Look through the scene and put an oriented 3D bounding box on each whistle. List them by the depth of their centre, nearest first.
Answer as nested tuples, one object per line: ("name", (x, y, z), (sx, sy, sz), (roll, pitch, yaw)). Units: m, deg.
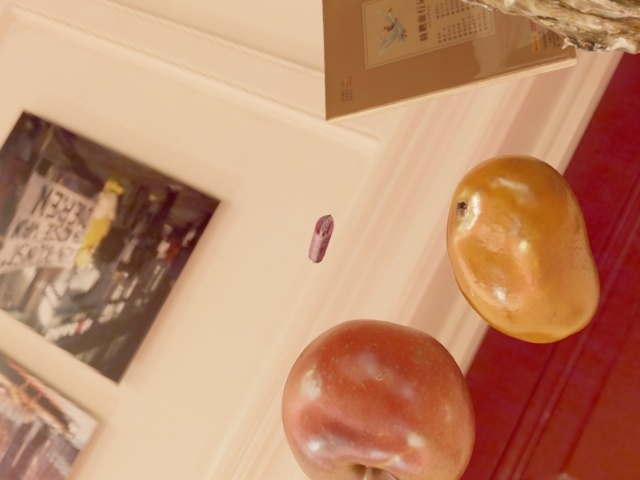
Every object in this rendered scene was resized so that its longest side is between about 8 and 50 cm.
("whistle", (0.000, 0.000, 1.463), (0.033, 0.033, 0.176), (28, 160, 3))

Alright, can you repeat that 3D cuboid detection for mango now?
("mango", (0.240, 0.021, 1.016), (0.254, 0.175, 0.139), (63, 164, -20))

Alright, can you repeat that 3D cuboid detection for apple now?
("apple", (0.102, 0.307, 1.528), (0.348, 0.277, 0.348), (10, 136, 10))

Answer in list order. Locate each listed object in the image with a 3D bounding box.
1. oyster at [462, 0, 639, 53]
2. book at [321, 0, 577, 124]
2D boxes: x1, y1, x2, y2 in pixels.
("oyster", (0.186, -0.221, 0.633), (0.351, 0.158, 0.162), (16, -155, 22))
("book", (0.143, -0.272, 1.041), (0.310, 0.217, 0.021), (-10, 159, 25))
